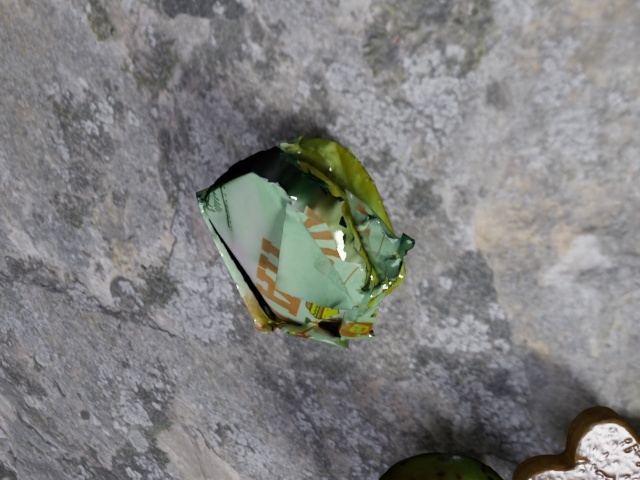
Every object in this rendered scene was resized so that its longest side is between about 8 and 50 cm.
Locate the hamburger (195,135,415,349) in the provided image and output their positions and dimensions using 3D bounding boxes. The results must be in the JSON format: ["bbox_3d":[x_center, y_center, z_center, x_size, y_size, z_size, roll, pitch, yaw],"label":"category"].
[{"bbox_3d":[0.001,0.000,0.665,0.235,0.125,0.214,-25,106,45],"label":"hamburger"}]

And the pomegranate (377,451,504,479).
[{"bbox_3d":[0.154,0.313,0.711,0.247,0.202,0.202,-3,118,2],"label":"pomegranate"}]

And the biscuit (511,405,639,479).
[{"bbox_3d":[0.282,0.259,0.627,0.180,0.039,0.236,-42,96,8],"label":"biscuit"}]
